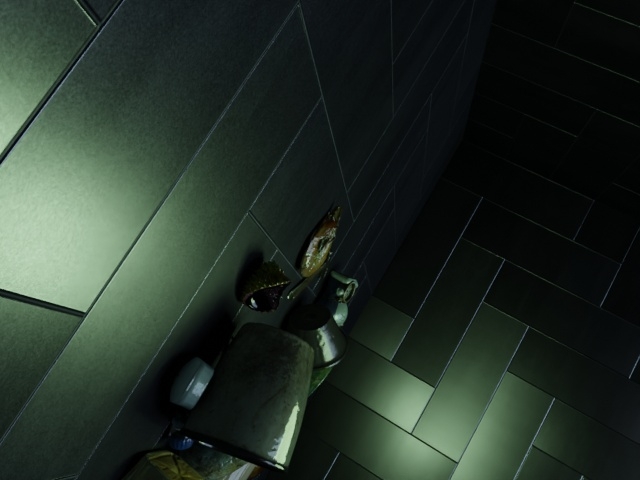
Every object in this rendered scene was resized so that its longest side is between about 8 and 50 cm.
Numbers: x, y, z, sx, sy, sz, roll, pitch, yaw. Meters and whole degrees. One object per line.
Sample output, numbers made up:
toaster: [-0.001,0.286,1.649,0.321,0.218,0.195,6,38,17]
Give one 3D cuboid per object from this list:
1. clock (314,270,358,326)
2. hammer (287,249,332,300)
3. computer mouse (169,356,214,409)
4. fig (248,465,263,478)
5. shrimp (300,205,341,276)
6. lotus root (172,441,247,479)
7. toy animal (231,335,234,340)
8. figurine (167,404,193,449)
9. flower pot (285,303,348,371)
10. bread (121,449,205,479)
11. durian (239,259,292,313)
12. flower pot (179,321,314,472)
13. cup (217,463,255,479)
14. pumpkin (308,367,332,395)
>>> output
clock: [0.064,0.259,2.389,0.243,0.147,0.200,-66,160,3]
hammer: [-0.037,0.136,2.050,0.297,0.027,0.125,-41,150,-54]
computer mouse: [-0.325,0.357,1.403,0.127,0.079,0.231,-59,-178,-22]
fig: [-0.354,0.831,2.133,0.291,0.190,0.190,-14,151,-10]
shrimp: [0.001,0.000,1.868,0.267,0.061,0.145,-59,156,0]
lotus root: [-0.264,0.581,1.638,0.350,0.175,0.175,-29,159,-7]
toy animal: [-0.286,0.399,1.645,0.275,0.054,0.149,-60,163,2]
figurine: [-0.369,0.501,1.519,0.086,0.087,0.149,-3,129,-28]
flower pot: [-0.029,0.347,2.107,0.269,0.269,0.166,-45,140,-48]
bread: [-0.397,0.645,1.456,0.109,0.192,0.210,-52,166,-9]
durian: [-0.159,0.113,1.514,0.186,0.119,0.108,119,-29,-52]
flower pot: [-0.168,0.409,1.485,0.293,0.294,0.330,89,21,-62]
cup: [-0.320,0.678,1.842,0.208,0.288,0.273,47,69,-36]
pumpkin: [-0.085,0.505,2.256,0.263,0.197,0.293,-51,176,18]
